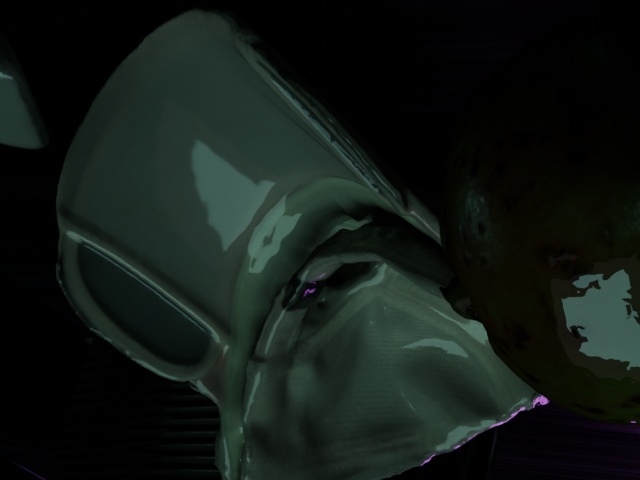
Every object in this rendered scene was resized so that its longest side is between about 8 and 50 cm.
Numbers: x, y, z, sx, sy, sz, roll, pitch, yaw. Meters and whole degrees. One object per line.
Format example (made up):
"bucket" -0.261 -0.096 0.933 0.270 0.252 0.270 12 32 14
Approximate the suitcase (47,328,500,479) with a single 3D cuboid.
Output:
"suitcase" -0.040 0.118 1.063 0.128 0.202 0.312 31 156 -34

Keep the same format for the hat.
"hat" 0.000 0.000 0.857 0.164 0.226 0.219 -18 167 -48

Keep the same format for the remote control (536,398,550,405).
"remote control" 0.095 0.088 1.144 0.096 0.014 0.039 9 158 19

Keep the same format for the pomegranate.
"pomegranate" 0.141 -0.013 0.686 0.205 0.159 0.159 -13 151 13

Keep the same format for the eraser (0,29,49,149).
"eraser" -0.290 -0.120 0.862 0.352 0.061 0.089 14 159 8
